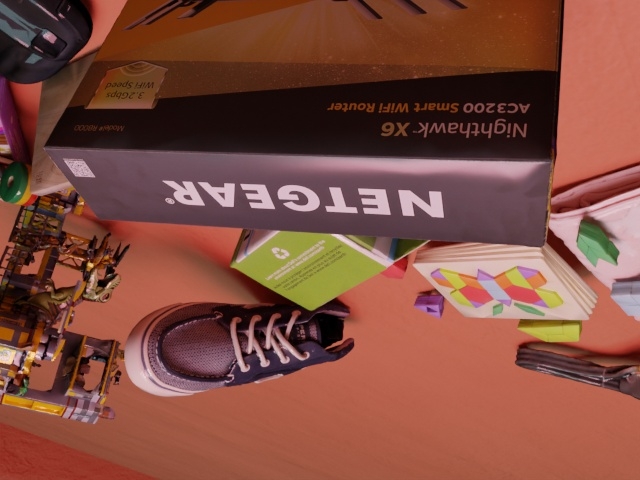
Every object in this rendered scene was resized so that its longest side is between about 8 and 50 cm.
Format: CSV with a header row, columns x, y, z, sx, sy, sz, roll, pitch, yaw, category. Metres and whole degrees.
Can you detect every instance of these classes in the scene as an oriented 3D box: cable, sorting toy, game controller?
x,y,z,sx,sy,sz,roll,pitch,yaw,category
0.421,0.177,0.943,0.287,0.072,0.139,9,172,44,cable
-0.227,-0.117,0.698,0.274,0.132,0.046,-10,163,36,sorting toy
-0.361,-0.259,0.605,0.319,0.067,0.166,37,156,-30,game controller

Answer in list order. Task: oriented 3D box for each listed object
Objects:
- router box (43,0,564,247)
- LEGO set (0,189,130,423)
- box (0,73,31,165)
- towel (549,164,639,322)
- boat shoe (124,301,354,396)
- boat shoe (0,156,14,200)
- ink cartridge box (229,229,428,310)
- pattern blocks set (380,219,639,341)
x,y,z,sx,sy,sz,roll,pitch,yaw,category
0.004,-0.124,0.475,0.308,0.243,0.081,3,146,17,router box
-0.296,0.071,0.847,0.192,0.331,0.255,18,135,-20,LEGO set
-0.491,-0.120,0.763,0.293,0.057,0.201,3,157,-13,box
0.445,0.018,0.690,0.317,0.053,0.332,-19,134,42,towel
-0.090,0.131,0.938,0.158,0.127,0.340,-15,172,32,boat shoe
-0.393,-0.076,0.750,0.137,0.043,0.049,17,152,-39,boat shoe
0.044,-0.075,0.586,0.097,0.189,0.255,30,144,-19,ink cartridge box
0.208,0.049,0.802,0.285,0.026,0.325,33,152,-22,pattern blocks set
